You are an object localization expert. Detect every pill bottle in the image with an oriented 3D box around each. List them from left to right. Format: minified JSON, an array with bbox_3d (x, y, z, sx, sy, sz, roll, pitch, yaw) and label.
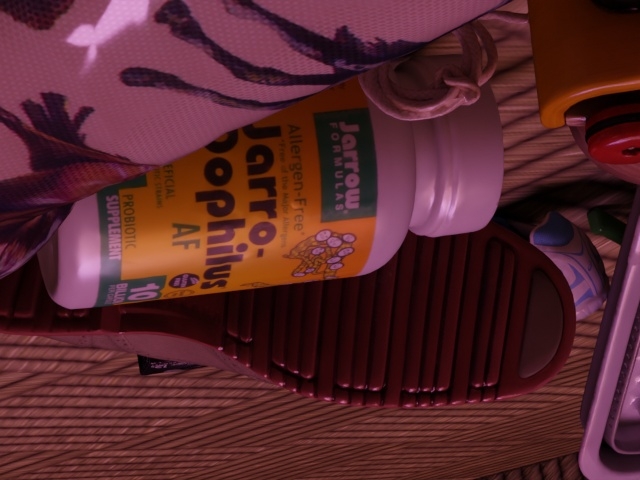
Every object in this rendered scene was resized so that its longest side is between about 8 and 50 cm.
[{"bbox_3d":[-0.027,-0.036,0.743,0.208,0.117,0.117,-6,165,-17],"label":"pill bottle"}]

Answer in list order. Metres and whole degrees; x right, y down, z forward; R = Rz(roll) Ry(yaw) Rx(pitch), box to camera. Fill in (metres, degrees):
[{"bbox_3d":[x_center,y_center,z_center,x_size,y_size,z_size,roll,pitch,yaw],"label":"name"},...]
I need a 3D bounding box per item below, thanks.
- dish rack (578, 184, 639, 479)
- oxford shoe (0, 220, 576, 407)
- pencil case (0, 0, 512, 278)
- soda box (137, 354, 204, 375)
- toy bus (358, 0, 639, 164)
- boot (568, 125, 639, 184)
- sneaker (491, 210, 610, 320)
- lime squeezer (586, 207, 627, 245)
[{"bbox_3d":[0.321,0.031,1.116,0.285,0.072,0.333,-8,134,-13],"label":"dish rack"},{"bbox_3d":[-0.035,0.018,0.875,0.348,0.123,0.130,11,174,6],"label":"oxford shoe"},{"bbox_3d":[-0.003,-0.112,0.392,0.410,0.160,0.183,-23,149,37],"label":"pencil case"},{"bbox_3d":[-0.055,0.060,1.194,0.169,0.060,0.053,-7,168,-15],"label":"soda box"},{"bbox_3d":[0.129,-0.090,0.459,0.202,0.191,0.104,-50,160,-6],"label":"toy bus"},{"bbox_3d":[0.290,-0.097,0.819,0.283,0.109,0.220,11,151,-38],"label":"boot"},{"bbox_3d":[0.117,0.022,1.184,0.085,0.086,0.237,-35,-167,-33],"label":"sneaker"},{"bbox_3d":[0.344,0.027,1.255,0.310,0.110,0.059,-3,149,-29],"label":"lime squeezer"}]
